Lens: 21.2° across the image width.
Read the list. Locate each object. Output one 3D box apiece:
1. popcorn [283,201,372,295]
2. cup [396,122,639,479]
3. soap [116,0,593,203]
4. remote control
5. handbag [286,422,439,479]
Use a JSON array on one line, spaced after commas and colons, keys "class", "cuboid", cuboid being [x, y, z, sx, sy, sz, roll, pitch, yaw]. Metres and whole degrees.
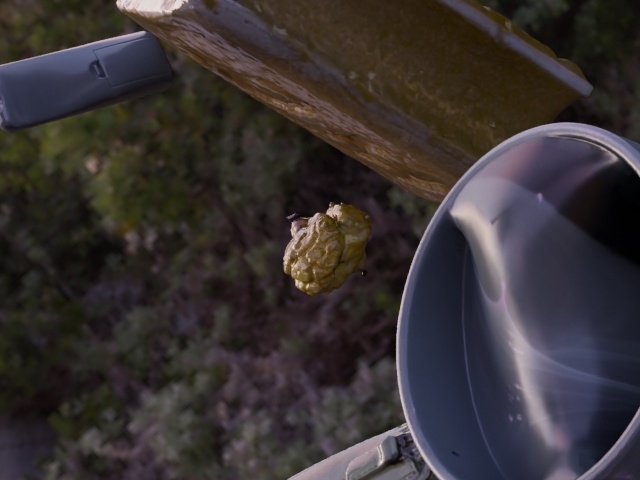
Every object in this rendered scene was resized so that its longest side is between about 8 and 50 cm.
[{"class": "popcorn", "cuboid": [0.000, 0.000, 1.408, 0.084, 0.084, 0.084, -32, 22, 14]}, {"class": "cup", "cuboid": [0.221, 0.068, 0.968, 0.205, 0.312, 0.205, -22, 62, 48]}, {"class": "soap", "cuboid": [0.022, -0.167, 1.420, 0.156, 0.335, 0.293, -59, 21, -1]}, {"class": "remote control", "cuboid": [-0.173, -0.121, 1.257, 0.027, 0.050, 0.184, -29, -3, 39]}, {"class": "handbag", "cuboid": [0.108, 0.202, 1.142, 0.219, 0.256, 0.079, -31, 42, 25]}]
